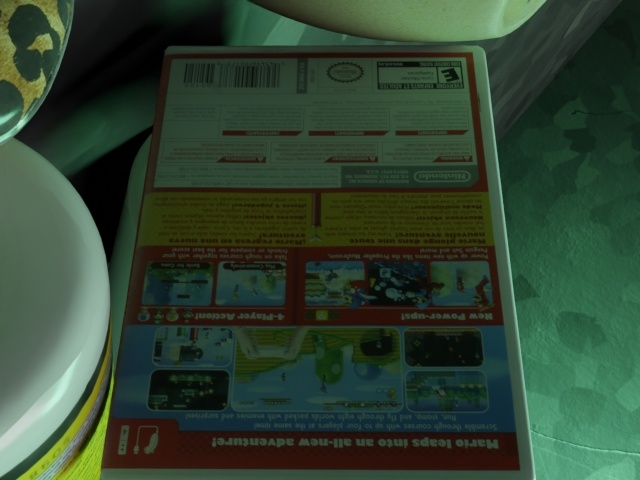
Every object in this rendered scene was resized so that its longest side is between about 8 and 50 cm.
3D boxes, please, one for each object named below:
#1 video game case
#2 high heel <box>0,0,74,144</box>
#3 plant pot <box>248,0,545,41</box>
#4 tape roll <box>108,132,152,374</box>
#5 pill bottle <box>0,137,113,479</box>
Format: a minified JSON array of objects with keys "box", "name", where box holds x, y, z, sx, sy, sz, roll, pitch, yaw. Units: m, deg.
[{"box":[0.000,0.000,0.503,0.025,0.204,0.285,89,2,-56],"name":"video game case"},{"box":[-0.187,-0.099,0.317,0.261,0.093,0.186,-65,147,-32],"name":"high heel"},{"box":[0.071,-0.229,0.537,0.284,0.191,0.284,-48,168,-14],"name":"plant pot"},{"box":[-0.048,0.026,0.743,0.246,0.246,0.169,-39,163,-41],"name":"tape roll"},{"box":[-0.211,0.097,0.507,0.188,0.188,0.334,-43,165,-29],"name":"pill bottle"}]
